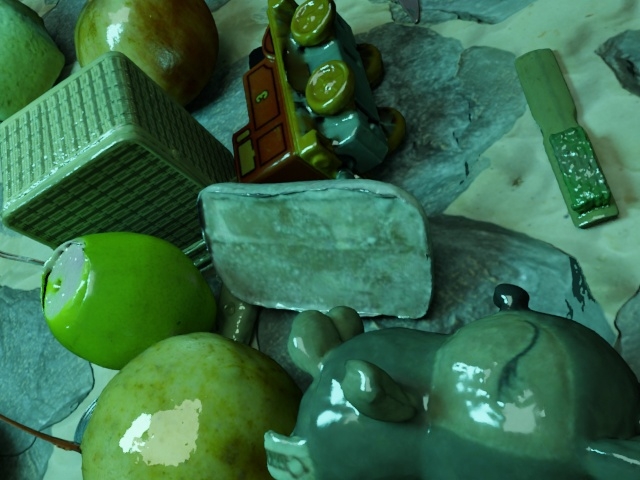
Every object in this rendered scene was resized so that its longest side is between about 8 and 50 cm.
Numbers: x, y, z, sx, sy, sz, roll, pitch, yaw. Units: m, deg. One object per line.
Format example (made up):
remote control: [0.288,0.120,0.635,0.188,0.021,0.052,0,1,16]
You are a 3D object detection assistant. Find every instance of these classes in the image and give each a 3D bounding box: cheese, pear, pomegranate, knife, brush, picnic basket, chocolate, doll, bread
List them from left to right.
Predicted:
bread: [-0.712,-0.413,1.420,0.395,0.239,0.264,27,79,34]
pear: [-0.238,0.084,0.853,0.188,0.220,0.187,-17,60,33]
picnic basket: [-0.257,-0.071,0.936,0.228,0.313,0.175,-29,57,13]
pomegranate: [-0.315,-0.360,1.152,0.229,0.270,0.252,-8,53,35]
pomegranate: [-0.135,0.233,0.748,0.261,0.260,0.260,-13,59,23]
cheese: [-0.122,0.114,0.930,0.065,0.043,0.194,0,63,23]
chocolate: [0.000,0.000,0.846,0.303,0.185,0.100,4,28,24]
knife: [0.129,-0.448,1.116,0.035,0.018,0.247,-25,58,12]
doll: [0.154,0.234,0.638,0.383,0.252,0.378,5,104,24]
brush: [0.304,-0.144,0.835,0.054,0.048,0.282,-18,56,17]

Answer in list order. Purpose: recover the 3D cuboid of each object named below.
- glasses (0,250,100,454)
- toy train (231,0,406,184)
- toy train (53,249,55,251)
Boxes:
glasses: [-0.363,0.154,0.906,0.118,0.268,0.234,6,67,50]
toy train: [-0.018,-0.190,0.970,0.232,0.163,0.369,-28,54,23]
toy train: [-0.431,-0.043,1.172,0.111,0.071,0.170,-23,56,28]
